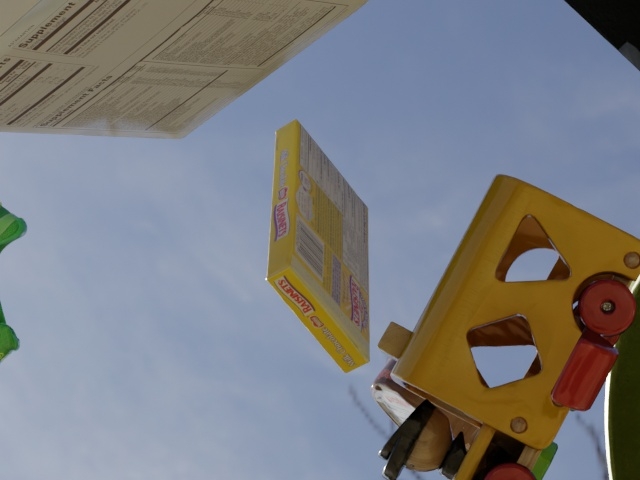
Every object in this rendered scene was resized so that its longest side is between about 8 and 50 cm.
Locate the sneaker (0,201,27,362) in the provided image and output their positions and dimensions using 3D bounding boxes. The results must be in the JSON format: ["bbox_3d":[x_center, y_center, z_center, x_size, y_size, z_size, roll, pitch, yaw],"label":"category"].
[{"bbox_3d":[-0.326,0.099,1.537,0.124,0.109,0.295,15,-89,-3],"label":"sneaker"}]

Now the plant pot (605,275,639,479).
[{"bbox_3d":[0.482,0.169,1.525,0.353,0.366,0.366,-3,-43,-17],"label":"plant pot"}]

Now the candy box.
[{"bbox_3d":[0.000,0.000,1.360,0.027,0.206,0.105,-27,-61,18],"label":"candy box"}]

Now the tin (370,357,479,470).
[{"bbox_3d":[0.115,0.171,1.542,0.106,0.040,0.189,10,-32,53],"label":"tin"}]

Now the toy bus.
[{"bbox_3d":[0.081,0.067,0.889,0.104,0.202,0.191,28,-51,9],"label":"toy bus"}]

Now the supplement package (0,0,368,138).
[{"bbox_3d":[-0.147,-0.200,1.159,0.198,0.199,0.263,-33,-18,34],"label":"supplement package"}]

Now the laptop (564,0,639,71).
[{"bbox_3d":[0.257,-0.235,1.115,0.137,0.264,0.234,32,-63,6],"label":"laptop"}]
